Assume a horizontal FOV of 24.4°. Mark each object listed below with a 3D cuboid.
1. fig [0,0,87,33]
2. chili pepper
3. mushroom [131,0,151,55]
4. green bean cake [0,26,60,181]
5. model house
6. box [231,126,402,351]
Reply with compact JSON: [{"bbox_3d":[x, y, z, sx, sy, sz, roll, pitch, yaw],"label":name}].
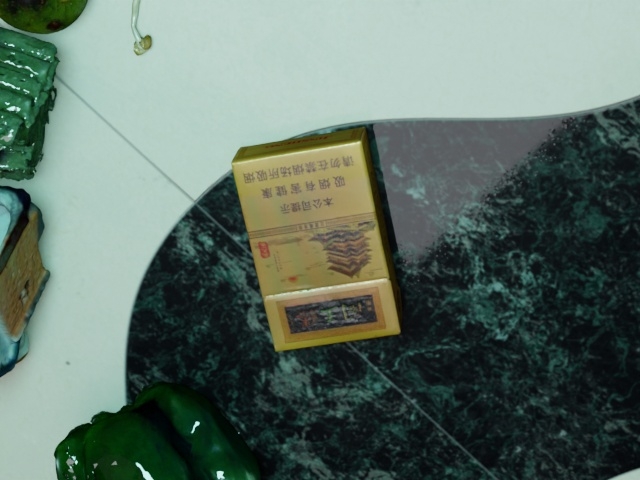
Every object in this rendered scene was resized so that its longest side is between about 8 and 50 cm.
[{"bbox_3d":[-0.373,-0.329,1.857,0.156,0.123,0.123,30,117,36],"label":"fig"},{"bbox_3d":[-0.225,0.335,2.014,0.233,0.248,0.256,-34,94,29],"label":"chili pepper"},{"bbox_3d":[-0.215,-0.371,1.858,0.028,0.026,0.286,4,110,-12],"label":"mushroom"},{"bbox_3d":[-0.400,-0.139,1.853,0.107,0.193,0.208,13,139,-7],"label":"green bean cake"},{"bbox_3d":[-0.470,0.092,1.959,0.185,0.253,0.291,13,150,15],"label":"model house"},{"bbox_3d":[0.000,0.000,1.941,0.174,0.076,0.274,-8,109,11],"label":"box"}]
